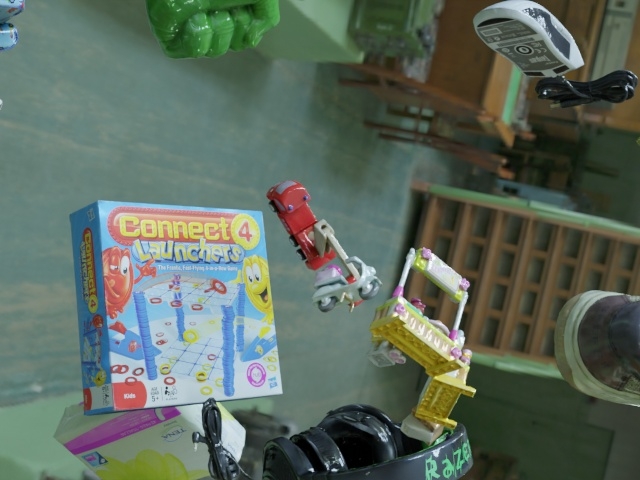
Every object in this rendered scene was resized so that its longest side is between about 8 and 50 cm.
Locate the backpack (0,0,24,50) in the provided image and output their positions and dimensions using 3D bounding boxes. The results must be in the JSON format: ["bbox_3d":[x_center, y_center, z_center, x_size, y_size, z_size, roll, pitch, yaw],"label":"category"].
[{"bbox_3d":[-0.354,-0.240,0.896,0.158,0.173,0.116,-8,101,-47],"label":"backpack"}]

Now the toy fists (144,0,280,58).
[{"bbox_3d":[-0.061,-0.289,0.973,0.279,0.096,0.142,-42,150,-20],"label":"toy fists"}]

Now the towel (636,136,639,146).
[{"bbox_3d":[0.506,-0.052,1.244,0.021,0.237,0.102,-41,172,12],"label":"towel"}]

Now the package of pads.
[{"bbox_3d":[-0.318,0.371,1.785,0.229,0.297,0.101,51,29,-27],"label":"package of pads"}]

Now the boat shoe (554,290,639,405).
[{"bbox_3d":[0.309,0.090,0.680,0.092,0.285,0.102,173,-72,-70],"label":"boat shoe"}]

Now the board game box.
[{"bbox_3d":[-0.216,0.101,1.443,0.308,0.086,0.301,2,77,-42],"label":"board game box"}]

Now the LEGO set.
[{"bbox_3d":[0.113,0.107,1.015,0.287,0.132,0.107,55,42,-38],"label":"LEGO set"}]

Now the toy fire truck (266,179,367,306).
[{"bbox_3d":[0.000,0.000,1.375,0.047,0.135,0.192,-34,105,-17],"label":"toy fire truck"}]

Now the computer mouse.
[{"bbox_3d":[0.227,-0.192,0.939,0.193,0.106,0.042,30,71,-40],"label":"computer mouse"}]

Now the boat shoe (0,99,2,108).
[{"bbox_3d":[-0.419,-0.041,1.051,0.098,0.096,0.277,180,-77,-75],"label":"boat shoe"}]

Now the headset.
[{"bbox_3d":[0.003,0.273,1.239,0.243,0.394,0.185,-10,86,-56],"label":"headset"}]
